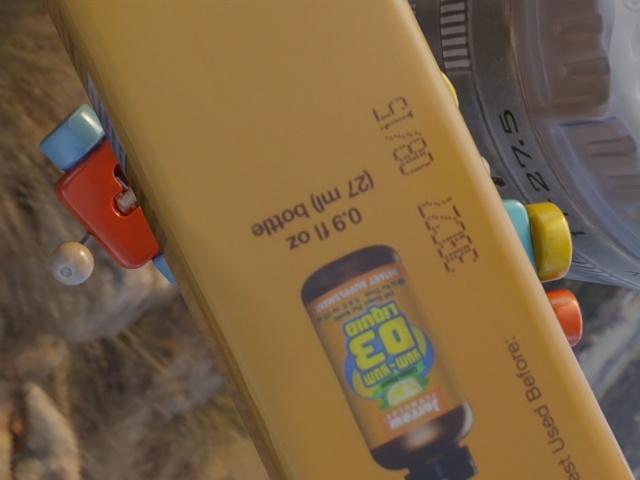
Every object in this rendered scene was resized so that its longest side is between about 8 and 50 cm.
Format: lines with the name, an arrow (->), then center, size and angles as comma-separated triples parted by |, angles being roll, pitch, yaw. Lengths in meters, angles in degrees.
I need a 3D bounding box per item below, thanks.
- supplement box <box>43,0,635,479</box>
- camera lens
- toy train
supplement box -> 0.002, 0.002, 0.368 | 0.078, 0.233, 0.080 | -24, 177, -9
camera lens -> 0.123, -0.091, 0.633 | 0.219, 0.219, 0.274 | -46, -161, -15
toy train -> 0.000, 0.000, 0.457 | 0.125, 0.166, 0.046 | -49, -167, -9
